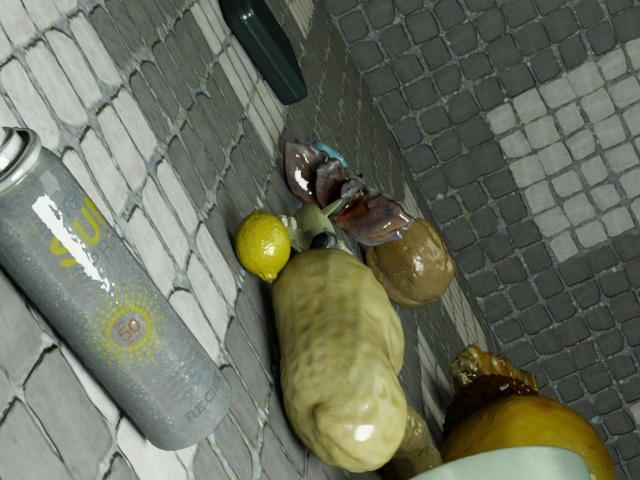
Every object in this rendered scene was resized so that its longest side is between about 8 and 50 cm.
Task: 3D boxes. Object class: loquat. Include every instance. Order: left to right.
[{"bbox_3d":[0.294,0.362,1.844,0.276,0.276,0.284,63,13,-8],"label":"loquat"}]

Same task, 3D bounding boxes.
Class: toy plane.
[{"bbox_3d":[0.002,0.023,1.651,0.229,0.092,0.244,41,24,-31],"label":"toy plane"}]

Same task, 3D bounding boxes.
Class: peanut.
[{"bbox_3d":[0.026,0.122,1.388,0.147,0.147,0.319,58,9,-33],"label":"peanut"},{"bbox_3d":[0.104,0.254,1.618,0.174,0.080,0.080,53,15,-43],"label":"peanut"}]

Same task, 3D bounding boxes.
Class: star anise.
[{"bbox_3d":[0.044,-0.061,1.895,0.229,0.093,0.236,37,-3,-39],"label":"star anise"}]

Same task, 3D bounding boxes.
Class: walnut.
[{"bbox_3d":[0.149,0.036,2.216,0.166,0.149,0.166,45,-24,27],"label":"walnut"}]

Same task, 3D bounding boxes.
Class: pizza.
[{"bbox_3d":[0.314,0.324,2.388,0.406,0.130,0.440,57,23,-32],"label":"pizza"}]

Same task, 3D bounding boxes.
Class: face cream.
[{"bbox_3d":[-0.156,0.029,0.877,0.283,0.073,0.073,57,12,-33],"label":"face cream"}]

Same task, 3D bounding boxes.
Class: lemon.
[{"bbox_3d":[-0.063,0.006,1.435,0.062,0.062,0.083,24,55,-74],"label":"lemon"}]

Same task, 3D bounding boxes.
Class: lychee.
[{"bbox_3d":[0.288,0.314,2.097,0.238,0.200,0.200,87,-12,-52],"label":"lychee"}]

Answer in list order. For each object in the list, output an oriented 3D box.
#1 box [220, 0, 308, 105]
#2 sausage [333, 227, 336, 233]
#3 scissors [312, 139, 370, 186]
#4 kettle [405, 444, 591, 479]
[{"bbox_3d":[-0.098,-0.336,2.114,0.230,0.050,0.160,52,15,-49],"label":"box"},{"bbox_3d":[0.000,0.000,1.844,0.035,0.030,0.147,61,10,-6],"label":"sausage"},{"bbox_3d":[0.073,-0.092,2.321,0.180,0.032,0.393,46,2,12],"label":"scissors"},{"bbox_3d":[0.198,0.450,1.309,0.361,0.250,0.376,95,-18,-55],"label":"kettle"}]
